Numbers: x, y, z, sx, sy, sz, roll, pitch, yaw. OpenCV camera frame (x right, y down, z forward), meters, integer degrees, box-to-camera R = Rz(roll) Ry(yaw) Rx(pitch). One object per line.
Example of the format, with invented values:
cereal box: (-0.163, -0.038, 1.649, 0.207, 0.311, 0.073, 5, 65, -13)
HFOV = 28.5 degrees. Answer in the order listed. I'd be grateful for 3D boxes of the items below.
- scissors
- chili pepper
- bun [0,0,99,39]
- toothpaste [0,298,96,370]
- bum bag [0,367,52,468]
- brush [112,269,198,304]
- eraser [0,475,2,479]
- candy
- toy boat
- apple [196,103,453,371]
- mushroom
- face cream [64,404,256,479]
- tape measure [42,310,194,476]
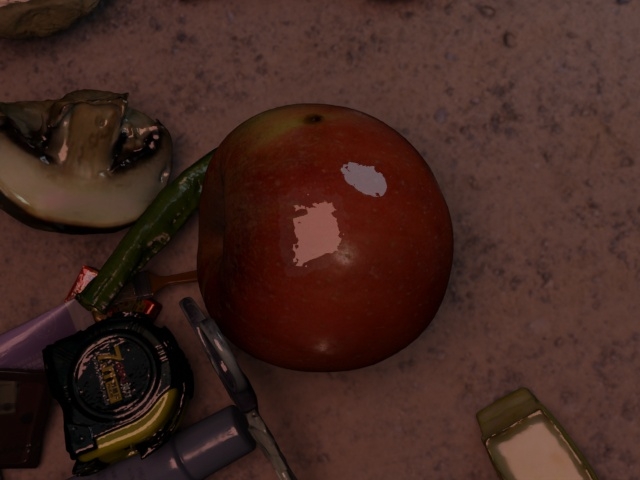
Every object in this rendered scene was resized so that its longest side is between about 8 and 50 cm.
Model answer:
scissors: (-0.073, 0.248, 1.607, 0.029, 0.256, 0.383, -30, 103, -10)
chili pepper: (-0.193, -0.037, 1.707, 0.076, 0.085, 0.359, 45, 77, -5)
bun: (-0.425, -0.373, 1.776, 0.244, 0.153, 0.244, -2, 64, 3)
toothpaste: (-0.473, 0.199, 1.712, 0.371, 0.080, 0.125, -22, 110, -7)
bum bag: (-0.425, 0.243, 1.712, 0.109, 0.026, 0.159, 6, 111, -29)
brush: (-0.212, 0.056, 1.736, 0.170, 0.014, 0.043, -10, 62, -10)
eraser: (-0.539, 0.304, 1.758, 0.243, 0.059, 0.204, 39, 91, 15)
candy: (-0.288, 0.088, 1.754, 0.122, 0.038, 0.062, 28, 88, 11)
toy boat: (0.302, 0.322, 1.611, 0.111, 0.084, 0.276, -30, 79, 3)
apple: (0.000, 0.000, 1.568, 0.277, 0.348, 0.348, 2, 83, -18)
mushroom: (-0.352, -0.111, 1.729, 0.267, 0.164, 0.189, -12, 108, -26)
face cream: (-0.266, 0.340, 1.701, 0.385, 0.086, 0.135, -29, 97, 8)
tape measure: (-0.257, 0.198, 1.660, 0.186, 0.112, 0.199, -22, 71, 6)
